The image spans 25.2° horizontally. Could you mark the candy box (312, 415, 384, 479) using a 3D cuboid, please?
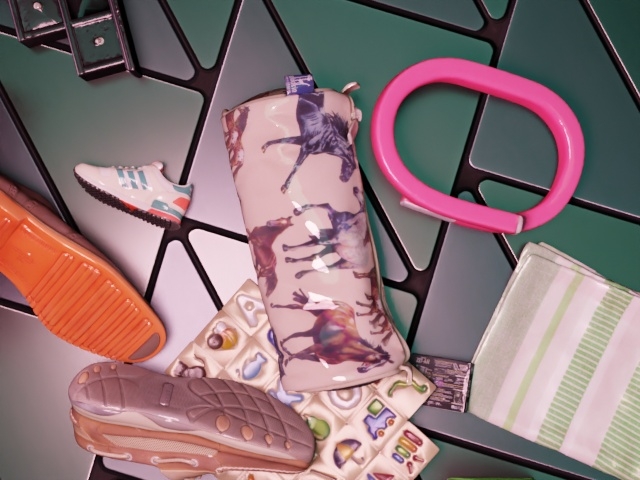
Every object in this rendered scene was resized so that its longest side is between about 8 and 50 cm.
[{"bbox_3d":[0.066,0.346,1.898,0.105,0.027,0.205,-22,88,5],"label":"candy box"}]

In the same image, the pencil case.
[{"bbox_3d":[0.000,0.000,1.826,0.184,0.160,0.410,-15,82,16],"label":"pencil case"}]

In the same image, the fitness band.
[{"bbox_3d":[0.205,-0.124,1.866,0.291,0.054,0.209,16,83,-11],"label":"fitness band"}]

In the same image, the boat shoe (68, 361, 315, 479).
[{"bbox_3d":[-0.168,0.249,1.855,0.325,0.123,0.116,14,120,3],"label":"boat shoe"}]

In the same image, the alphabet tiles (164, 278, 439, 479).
[{"bbox_3d":[-0.026,0.224,1.893,0.342,0.011,0.285,41,90,9],"label":"alphabet tiles"}]

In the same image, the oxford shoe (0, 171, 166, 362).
[{"bbox_3d":[-0.341,0.018,1.869,0.130,0.132,0.364,-40,109,22],"label":"oxford shoe"}]

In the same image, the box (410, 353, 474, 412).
[{"bbox_3d":[0.157,0.188,1.891,0.083,0.018,0.067,7,88,22],"label":"box"}]

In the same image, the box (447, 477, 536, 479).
[{"bbox_3d":[0.226,0.426,1.777,0.127,0.262,0.231,1,89,2],"label":"box"}]

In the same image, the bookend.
[{"bbox_3d":[-0.335,-0.277,1.901,0.157,0.072,0.156,-14,89,1],"label":"bookend"}]

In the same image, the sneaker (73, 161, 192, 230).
[{"bbox_3d":[-0.247,-0.077,1.909,0.161,0.057,0.075,25,72,3],"label":"sneaker"}]

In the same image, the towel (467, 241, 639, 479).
[{"bbox_3d":[0.373,0.173,1.892,0.325,0.038,0.247,24,90,2],"label":"towel"}]
